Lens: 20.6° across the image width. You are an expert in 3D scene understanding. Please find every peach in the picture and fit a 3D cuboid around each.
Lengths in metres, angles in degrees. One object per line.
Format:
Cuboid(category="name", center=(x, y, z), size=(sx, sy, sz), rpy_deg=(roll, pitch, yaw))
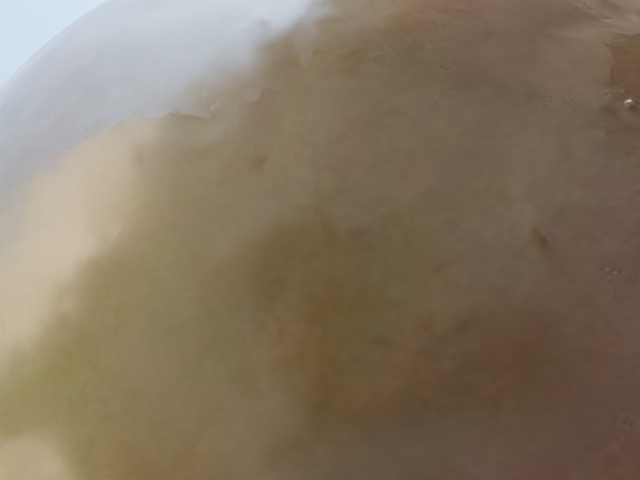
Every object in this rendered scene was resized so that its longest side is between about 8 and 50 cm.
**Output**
Cuboid(category="peach", center=(0.030, 0.053, 0.475), size=(0.247, 0.292, 0.292), rpy_deg=(15, -95, -65))
